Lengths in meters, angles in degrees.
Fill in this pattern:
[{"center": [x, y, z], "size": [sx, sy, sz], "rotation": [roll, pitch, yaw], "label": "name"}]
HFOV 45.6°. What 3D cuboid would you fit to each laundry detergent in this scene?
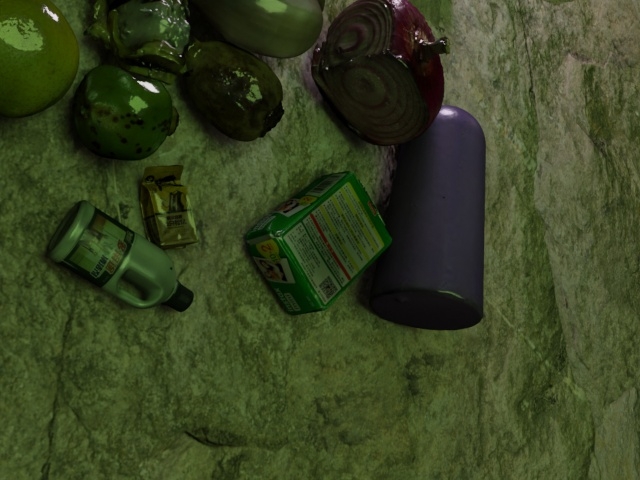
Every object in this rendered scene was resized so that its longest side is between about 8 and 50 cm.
[{"center": [-0.284, 0.039, 1.127], "size": [0.226, 0.070, 0.099], "rotation": [38, 56, -30], "label": "laundry detergent"}]

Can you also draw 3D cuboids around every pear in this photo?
[{"center": [-0.425, -0.232, 1.012], "size": [0.180, 0.166, 0.216], "rotation": [30, 85, -47], "label": "pear"}]

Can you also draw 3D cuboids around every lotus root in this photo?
[{"center": [-0.152, -0.259, 1.263], "size": [0.214, 0.138, 0.138], "rotation": [45, 56, -18], "label": "lotus root"}]

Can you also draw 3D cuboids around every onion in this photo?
[{"center": [0.132, -0.333, 1.459], "size": [0.256, 0.273, 0.230], "rotation": [79, 25, -45], "label": "onion"}]

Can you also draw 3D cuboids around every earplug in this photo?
[{"center": [0.230, -0.062, 1.510], "size": [0.215, 0.215, 0.455], "rotation": [28, 61, -34], "label": "earplug"}]

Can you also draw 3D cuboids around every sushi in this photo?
[{"center": [-0.280, -0.372, 1.163], "size": [0.139, 0.131, 0.290], "rotation": [6, 68, -44], "label": "sushi"}]

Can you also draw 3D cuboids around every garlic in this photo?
[{"center": [-0.107, -0.432, 1.297], "size": [0.325, 0.132, 0.278], "rotation": [8, 57, -28], "label": "garlic"}]

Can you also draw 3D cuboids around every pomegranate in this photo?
[{"center": [-0.279, -0.175, 1.125], "size": [0.169, 0.143, 0.122], "rotation": [26, 35, -45], "label": "pomegranate"}]

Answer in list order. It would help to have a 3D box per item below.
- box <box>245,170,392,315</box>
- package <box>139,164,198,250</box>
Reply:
[{"center": [0.000, 0.000, 1.358], "size": [0.250, 0.103, 0.180], "rotation": [-41, 108, -36], "label": "box"}, {"center": [-0.241, -0.050, 1.195], "size": [0.071, 0.047, 0.131], "rotation": [-12, 88, -39], "label": "package"}]
